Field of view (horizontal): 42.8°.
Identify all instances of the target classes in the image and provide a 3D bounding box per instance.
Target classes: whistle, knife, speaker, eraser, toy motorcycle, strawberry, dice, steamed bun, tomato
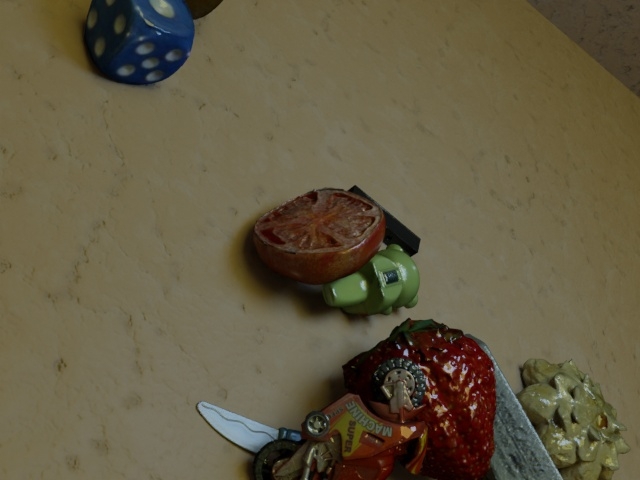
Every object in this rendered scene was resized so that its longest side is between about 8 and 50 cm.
[{"bbox_3d":[0.096,0.081,1.520,0.289,0.106,0.131,-10,81,-51],"label":"whistle"},{"bbox_3d":[-0.082,0.301,1.244,0.244,0.032,0.058,23,56,-27],"label":"knife"},{"bbox_3d":[0.125,-0.035,1.695,0.191,0.040,0.046,38,43,-19],"label":"speaker"},{"bbox_3d":[0.314,0.328,1.508,0.111,0.077,0.352,-23,63,-8],"label":"eraser"},{"bbox_3d":[0.049,0.305,1.199,0.171,0.298,0.089,55,-5,1],"label":"toy motorcycle"},{"bbox_3d":[0.190,0.276,1.360,0.250,0.238,0.288,-26,88,-11],"label":"strawberry"},{"bbox_3d":[-0.314,-0.366,1.412,0.143,0.146,0.146,4,58,-46],"label":"dice"},{"bbox_3d":[0.548,0.372,1.747,0.292,0.137,0.295,34,44,-19],"label":"steamed bun"},{"bbox_3d":[0.000,0.000,1.437,0.236,0.237,0.095,-54,146,-50],"label":"tomato"}]

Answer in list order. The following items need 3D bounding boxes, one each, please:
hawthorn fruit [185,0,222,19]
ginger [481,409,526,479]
[{"bbox_3d":[-0.251,-0.571,1.507,0.268,0.301,0.267,34,39,-32],"label":"hawthorn fruit"},{"bbox_3d":[0.332,0.344,1.589,0.148,0.081,0.333,-15,62,-11],"label":"ginger"}]
